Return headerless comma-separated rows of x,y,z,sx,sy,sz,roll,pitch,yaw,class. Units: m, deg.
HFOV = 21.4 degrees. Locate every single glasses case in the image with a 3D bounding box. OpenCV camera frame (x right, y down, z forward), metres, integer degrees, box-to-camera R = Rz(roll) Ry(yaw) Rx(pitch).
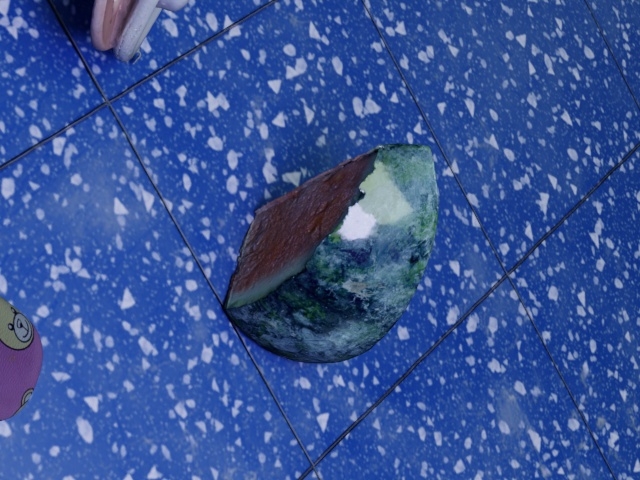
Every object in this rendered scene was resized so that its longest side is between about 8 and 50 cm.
-0.405,0.067,1.657,0.316,0.076,0.123,37,53,-31,glasses case

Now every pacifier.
-0.213,-0.356,1.896,0.273,0.220,0.332,50,34,-22,pacifier

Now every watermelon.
0.000,0.000,1.990,0.148,0.318,0.226,12,27,-38,watermelon
